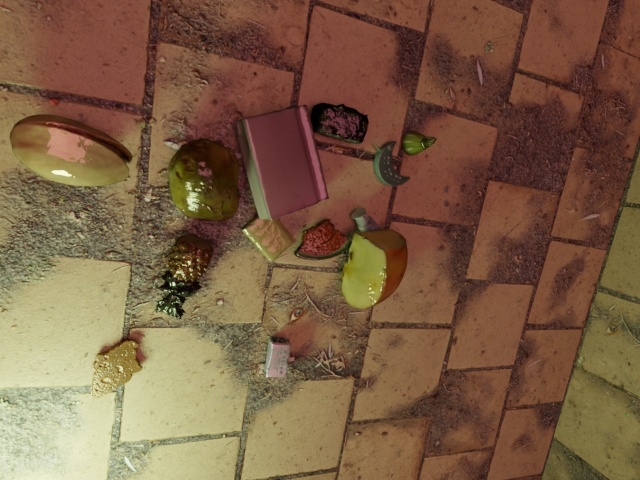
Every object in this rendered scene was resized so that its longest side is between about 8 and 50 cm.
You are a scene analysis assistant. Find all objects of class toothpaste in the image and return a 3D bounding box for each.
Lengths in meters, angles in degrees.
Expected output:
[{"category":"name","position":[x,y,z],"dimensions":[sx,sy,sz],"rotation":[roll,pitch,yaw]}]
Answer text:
[{"category":"toothpaste","position":[0.229,-0.012,1.817],"dimensions":[0.114,0.073,0.299],"rotation":[-42,123,-10]}]

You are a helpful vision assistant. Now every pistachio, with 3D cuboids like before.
[{"category":"pistachio","position":[-0.737,-0.268,1.277],"dimensions":[0.318,0.214,0.193],"rotation":[8,62,-29]}]

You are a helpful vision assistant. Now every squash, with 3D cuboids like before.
[{"category":"squash","position":[0.414,-0.401,1.757],"dimensions":[0.105,0.132,0.105],"rotation":[-5,103,-23]}]

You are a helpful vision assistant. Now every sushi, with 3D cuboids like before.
[{"category":"sushi","position":[0.070,-0.446,1.609],"dimensions":[0.225,0.124,0.127],"rotation":[10,98,-19]}]

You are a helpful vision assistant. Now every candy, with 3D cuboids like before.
[{"category":"candy","position":[-0.177,0.483,1.760],"dimensions":[0.092,0.073,0.160],"rotation":[7,100,-19]}]

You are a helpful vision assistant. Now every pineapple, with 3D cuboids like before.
[{"category":"pineapple","position":[-0.501,0.134,1.513],"dimensions":[0.170,0.141,0.309],"rotation":[18,103,-30]}]

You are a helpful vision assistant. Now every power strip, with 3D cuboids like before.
[{"category":"power strip","position":[0.285,-0.319,1.773],"dimensions":[0.137,0.044,0.215],"rotation":[-34,113,-11]}]

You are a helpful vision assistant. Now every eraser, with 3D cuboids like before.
[{"category":"eraser","position":[-0.135,-0.283,1.539],"dimensions":[0.272,0.122,0.358],"rotation":[-24,108,-27]}]

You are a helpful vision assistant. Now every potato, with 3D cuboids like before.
[{"category":"potato","position":[-0.387,-0.190,1.444],"dimensions":[0.247,0.196,0.299],"rotation":[-17,110,-17]}]

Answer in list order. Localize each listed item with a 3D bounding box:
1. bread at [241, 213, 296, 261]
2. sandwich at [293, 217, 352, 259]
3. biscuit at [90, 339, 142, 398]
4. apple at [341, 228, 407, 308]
[{"category":"bread","position":[-0.199,-0.024,1.633],"dimensions":[0.139,0.060,0.178],"rotation":[-41,114,-10]},{"category":"sandwich","position":[-0.004,0.010,1.720],"dimensions":[0.235,0.079,0.159],"rotation":[-28,102,-18]},{"category":"biscuit","position":[-0.745,0.463,1.538],"dimensions":[0.162,0.035,0.250],"rotation":[38,86,-20]},{"category":"apple","position":[0.215,0.121,1.737],"dimensions":[0.253,0.314,0.308],"rotation":[12,113,8]}]
